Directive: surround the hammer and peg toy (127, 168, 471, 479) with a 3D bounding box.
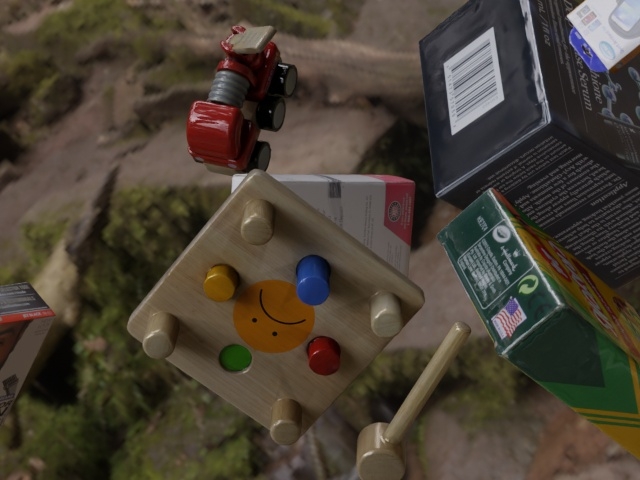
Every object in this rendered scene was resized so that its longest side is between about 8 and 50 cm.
[{"bbox_3d":[-0.006,0.107,1.452,0.266,0.361,0.127,-50,15,19],"label":"hammer and peg toy"}]

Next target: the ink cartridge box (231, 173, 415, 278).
[{"bbox_3d":[0.000,0.000,1.955,0.117,0.283,0.207,15,103,54],"label":"ink cartridge box"}]

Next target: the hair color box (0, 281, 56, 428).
[{"bbox_3d":[-0.320,0.121,1.148,0.093,0.053,0.167,-7,-47,-51],"label":"hair color box"}]

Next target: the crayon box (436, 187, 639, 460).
[{"bbox_3d":[0.272,0.102,1.271,0.081,0.318,0.202,-43,35,16],"label":"crayon box"}]

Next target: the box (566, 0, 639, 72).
[{"bbox_3d":[0.336,-0.248,1.369,0.136,0.081,0.028,-39,-19,18],"label":"box"}]

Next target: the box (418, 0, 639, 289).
[{"bbox_3d":[0.360,-0.153,1.800,0.212,0.395,0.293,-35,45,37],"label":"box"}]

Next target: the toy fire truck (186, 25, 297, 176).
[{"bbox_3d":[-0.125,-0.234,1.931,0.246,0.158,0.217,56,-130,-65],"label":"toy fire truck"}]
